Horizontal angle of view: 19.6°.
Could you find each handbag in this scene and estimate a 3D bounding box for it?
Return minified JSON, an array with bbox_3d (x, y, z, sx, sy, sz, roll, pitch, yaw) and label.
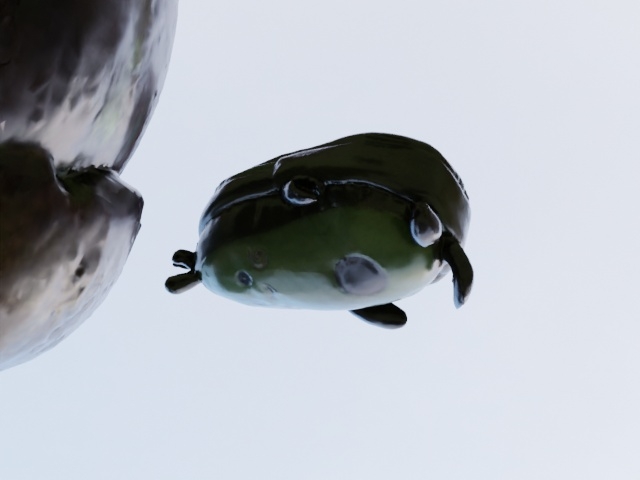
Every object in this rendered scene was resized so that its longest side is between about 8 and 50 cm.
[{"bbox_3d":[0.000,0.000,0.628,0.111,0.072,0.047,-8,-134,29],"label":"handbag"}]

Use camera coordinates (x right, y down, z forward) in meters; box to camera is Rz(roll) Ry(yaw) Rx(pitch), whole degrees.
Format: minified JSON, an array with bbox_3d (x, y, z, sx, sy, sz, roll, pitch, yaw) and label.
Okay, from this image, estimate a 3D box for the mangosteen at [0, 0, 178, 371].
[{"bbox_3d":[-0.155,-0.033,0.503,0.231,0.231,0.289,3,-99,-3],"label":"mangosteen"}]
